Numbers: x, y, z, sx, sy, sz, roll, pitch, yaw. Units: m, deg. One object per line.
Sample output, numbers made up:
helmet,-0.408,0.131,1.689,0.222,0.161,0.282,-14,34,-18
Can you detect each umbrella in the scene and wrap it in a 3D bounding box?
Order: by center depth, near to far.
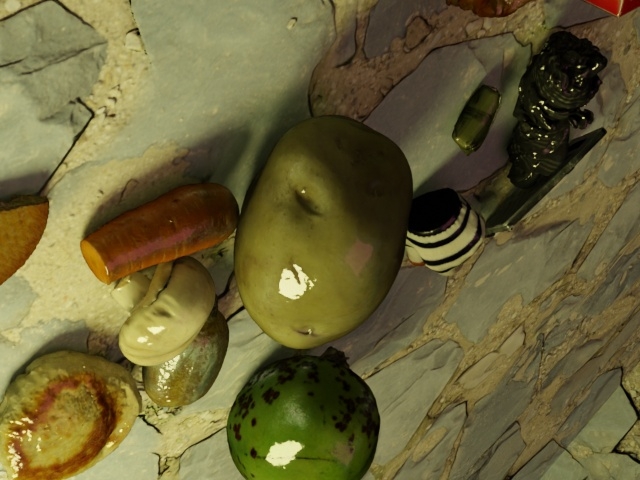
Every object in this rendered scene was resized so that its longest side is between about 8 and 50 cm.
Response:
umbrella,0.370,-0.184,1.772,0.154,0.128,0.337,-53,164,-41

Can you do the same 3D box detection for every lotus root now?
lotus root,-0.180,0.146,1.483,0.113,0.088,0.192,-6,130,-41

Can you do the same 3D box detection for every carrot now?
carrot,-0.187,-0.014,1.292,0.193,0.087,0.087,-22,141,-33

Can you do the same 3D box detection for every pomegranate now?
pomegranate,-0.019,0.287,1.720,0.270,0.254,0.254,-59,157,-28

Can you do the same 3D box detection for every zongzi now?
zongzi,0.251,-0.186,1.704,0.104,0.052,0.113,-57,163,3

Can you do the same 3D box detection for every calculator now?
calculator,0.397,-0.103,1.935,0.261,0.021,0.161,-44,-177,-9

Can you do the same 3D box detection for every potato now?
potato,0.000,0.000,1.401,0.243,0.221,0.326,-84,-167,-57

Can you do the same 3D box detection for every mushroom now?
mushroom,-0.202,0.083,1.358,0.154,0.122,0.154,-58,-173,12

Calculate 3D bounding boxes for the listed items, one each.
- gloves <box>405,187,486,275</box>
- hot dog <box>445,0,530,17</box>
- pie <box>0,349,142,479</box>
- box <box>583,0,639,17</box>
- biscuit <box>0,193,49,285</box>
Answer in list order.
gloves,0.212,-0.004,1.784,0.140,0.131,0.219,-45,141,-1
hot dog,0.259,-0.403,1.389,0.175,0.114,0.259,-10,133,-47
pie,-0.326,0.231,1.391,0.179,0.084,0.205,-51,147,5
box,0.483,-0.418,1.658,0.229,0.123,0.050,-29,141,-29
biscuit,-0.380,0.018,1.131,0.206,0.025,0.126,-20,139,-38
